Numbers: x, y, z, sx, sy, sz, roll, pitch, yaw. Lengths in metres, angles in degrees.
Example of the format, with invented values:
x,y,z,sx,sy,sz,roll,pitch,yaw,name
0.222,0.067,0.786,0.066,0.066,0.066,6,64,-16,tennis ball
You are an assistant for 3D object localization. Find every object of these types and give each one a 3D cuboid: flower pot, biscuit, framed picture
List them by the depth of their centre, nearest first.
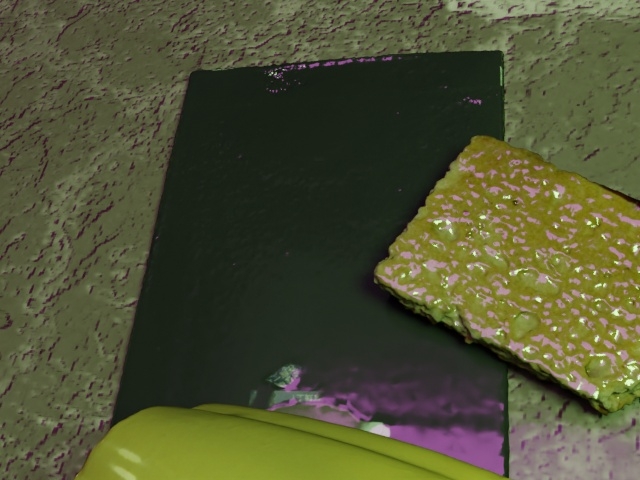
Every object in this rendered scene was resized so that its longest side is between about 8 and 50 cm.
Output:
x,y,z,sx,sy,sz,roll,pitch,yaw,name
-0.026,0.164,0.387,0.179,0.195,0.195,17,64,36,flower pot
0.161,0.030,0.502,0.237,0.026,0.131,28,69,22,biscuit
0.000,0.000,0.578,0.244,0.013,0.323,-2,59,14,framed picture
